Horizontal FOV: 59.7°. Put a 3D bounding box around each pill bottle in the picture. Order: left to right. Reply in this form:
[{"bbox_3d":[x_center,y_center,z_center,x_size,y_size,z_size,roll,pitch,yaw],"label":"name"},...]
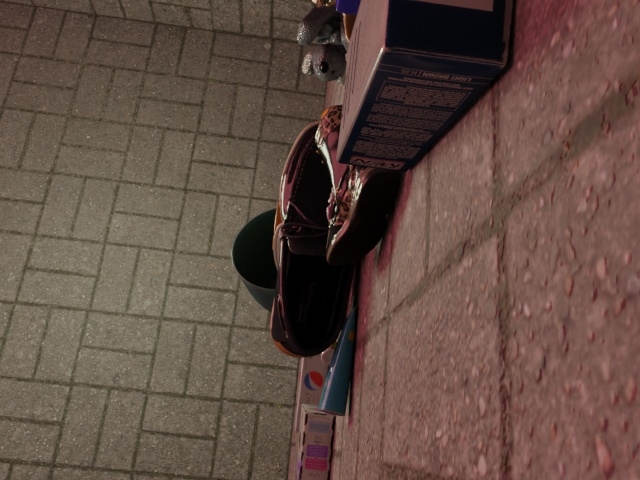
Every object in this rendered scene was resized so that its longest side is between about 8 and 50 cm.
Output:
[{"bbox_3d":[0.022,0.264,1.352,0.083,0.043,0.043,-93,10,-71],"label":"pill bottle"}]

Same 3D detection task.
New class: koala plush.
[{"bbox_3d":[0.036,-0.584,1.706,0.221,0.196,0.203,100,-173,-47],"label":"koala plush"}]

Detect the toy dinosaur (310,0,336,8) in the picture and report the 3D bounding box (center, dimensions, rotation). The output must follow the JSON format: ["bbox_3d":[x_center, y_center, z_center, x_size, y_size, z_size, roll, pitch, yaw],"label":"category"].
[{"bbox_3d":[0.032,-0.766,1.832,0.295,0.200,0.127,105,171,-70],"label":"toy dinosaur"}]

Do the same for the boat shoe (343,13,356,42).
[{"bbox_3d":[0.094,-0.616,1.404,0.096,0.098,0.277,180,95,-86],"label":"boat shoe"}]

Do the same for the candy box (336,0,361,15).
[{"bbox_3d":[0.102,-0.610,1.085,0.317,0.122,0.268,-86,6,-53],"label":"candy box"}]

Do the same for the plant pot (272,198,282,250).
[{"bbox_3d":[-0.019,-0.028,1.378,0.205,0.188,0.205,-173,90,-86],"label":"plant pot"}]

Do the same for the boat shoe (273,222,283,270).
[{"bbox_3d":[-0.024,0.085,1.295,0.091,0.114,0.302,-36,-59,-49],"label":"boat shoe"}]

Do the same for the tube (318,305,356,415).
[{"bbox_3d":[0.042,0.235,1.096,0.080,0.052,0.207,121,163,-68],"label":"tube"}]

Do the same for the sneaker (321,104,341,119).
[{"bbox_3d":[0.034,-0.280,1.741,0.321,0.125,0.180,117,167,-47],"label":"sneaker"}]

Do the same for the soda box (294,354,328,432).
[{"bbox_3d":[-0.024,0.419,1.547,0.069,0.074,0.216,133,143,-84],"label":"soda box"}]

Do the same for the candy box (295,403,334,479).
[{"bbox_3d":[-0.016,0.496,1.316,0.165,0.070,0.196,116,160,-80],"label":"candy box"}]

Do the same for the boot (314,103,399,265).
[{"bbox_3d":[0.042,-0.087,0.925,0.236,0.085,0.178,111,144,-48],"label":"boot"}]

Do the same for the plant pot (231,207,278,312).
[{"bbox_3d":[-0.085,0.086,1.603,0.235,0.293,0.293,80,-169,-50],"label":"plant pot"}]

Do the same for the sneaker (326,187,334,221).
[{"bbox_3d":[0.072,-0.133,1.011,0.104,0.095,0.236,-29,-49,-72],"label":"sneaker"}]

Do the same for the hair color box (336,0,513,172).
[{"bbox_3d":[0.092,-0.203,0.610,0.347,0.105,0.173,127,150,-82],"label":"hair color box"}]

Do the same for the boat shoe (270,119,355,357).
[{"bbox_3d":[0.000,0.000,1.135,0.156,0.187,0.500,-176,95,-76],"label":"boat shoe"}]
